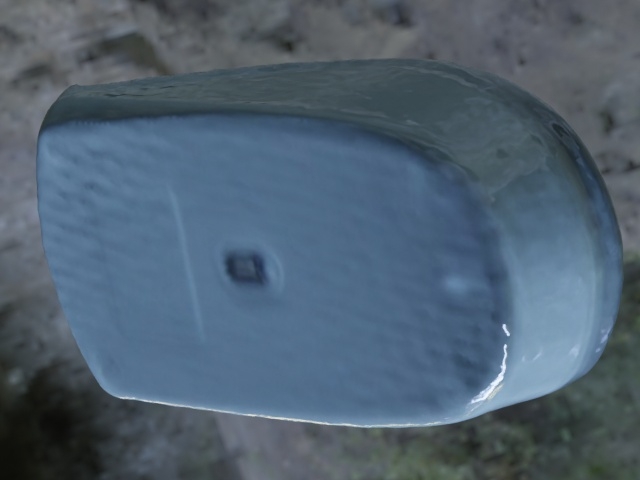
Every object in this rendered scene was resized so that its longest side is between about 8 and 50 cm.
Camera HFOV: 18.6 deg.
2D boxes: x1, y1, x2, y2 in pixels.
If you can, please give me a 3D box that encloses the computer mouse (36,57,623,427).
[{"bbox_3d":[0.000,0.000,0.694,0.231,0.079,0.128,5,111,31],"label":"computer mouse"}]
